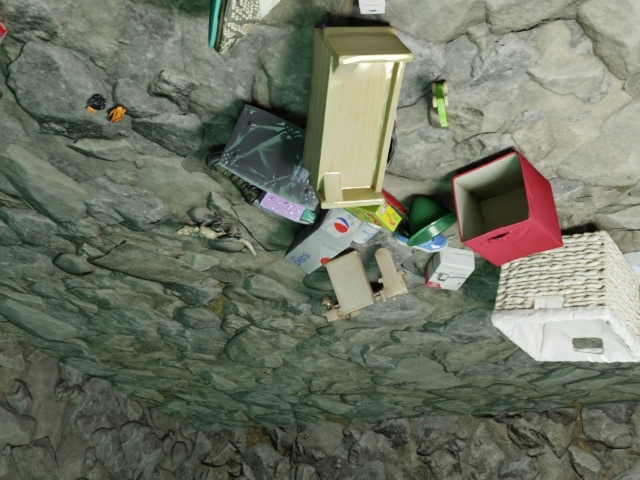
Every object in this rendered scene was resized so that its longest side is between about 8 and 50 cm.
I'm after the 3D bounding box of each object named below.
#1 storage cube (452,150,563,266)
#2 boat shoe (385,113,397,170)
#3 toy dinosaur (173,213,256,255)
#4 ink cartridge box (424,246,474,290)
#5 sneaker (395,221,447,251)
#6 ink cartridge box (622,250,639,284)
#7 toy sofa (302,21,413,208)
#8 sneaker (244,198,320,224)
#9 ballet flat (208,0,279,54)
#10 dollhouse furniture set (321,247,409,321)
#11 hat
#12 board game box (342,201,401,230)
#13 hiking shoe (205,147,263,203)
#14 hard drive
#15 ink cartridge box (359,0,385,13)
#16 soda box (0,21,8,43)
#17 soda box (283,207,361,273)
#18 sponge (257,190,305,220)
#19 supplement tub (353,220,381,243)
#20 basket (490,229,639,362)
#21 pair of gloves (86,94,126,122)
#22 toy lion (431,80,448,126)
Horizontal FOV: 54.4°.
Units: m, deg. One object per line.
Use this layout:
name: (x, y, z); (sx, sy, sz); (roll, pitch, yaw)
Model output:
storage cube: (0.461, -0.073, 1.536); (0.183, 0.215, 0.193); (-23, 145, 35)
boat shoe: (0.122, -0.199, 1.485); (0.103, 0.092, 0.285); (4, 149, -8)
toy dinosaur: (-0.295, -0.019, 1.863); (0.268, 0.064, 0.118); (18, 152, -23)
ink cartridge box: (0.397, 0.088, 1.924); (0.109, 0.063, 0.150); (9, 148, -6)
sneaker: (0.296, -0.013, 1.785); (0.152, 0.058, 0.084); (12, 156, 1)
ink cartridge box: (0.950, 0.083, 1.850); (0.088, 0.052, 0.122); (-14, 144, 29)
toy sofa: (0.065, -0.257, 1.289); (0.150, 0.177, 0.362); (-6, 130, -15)
sneaker: (-0.104, -0.096, 1.688); (0.223, 0.083, 0.098); (25, 158, 4)
ballet flat: (-0.111, -0.501, 1.002); (0.182, 0.164, 0.483); (-2, 144, -5)
dollhouse furniture set: (0.160, 0.133, 2.055); (0.303, 0.174, 0.355); (-23, 169, 17)
hat: (0.260, -0.104, 1.684); (0.173, 0.183, 0.208); (-33, 165, 10)
board game box: (0.113, -0.086, 1.624); (0.181, 0.043, 0.092); (23, 167, 46)
hiking shoe: (-0.184, -0.155, 1.576); (0.227, 0.114, 0.086); (16, 148, -17)
hard drive: (-0.092, -0.196, 1.462); (0.254, 0.054, 0.172); (26, 108, -9)
ink cartridge box: (0.094, -0.454, 1.142); (0.048, 0.028, 0.083); (2, 161, 8)
soda box: (-0.790, -0.415, 1.286); (0.263, 0.083, 0.092); (-6, 145, 18)
soda box: (0.000, 0.000, 1.756); (0.098, 0.091, 0.286); (34, 151, -11)
sponge: (-0.055, -0.156, 1.542); (0.117, 0.031, 0.210); (24, 110, -29)
supplement tub: (0.131, -0.045, 1.748); (0.071, 0.071, 0.107); (18, 145, -19)
basket: (0.716, 0.174, 1.781); (0.328, 0.266, 0.331); (-9, 144, 41)
pair of gloves: (-0.506, -0.311, 1.476); (0.083, 0.010, 0.074); (29, 142, -28)
toy lion: (0.261, -0.284, 1.335); (0.034, 0.100, 0.096); (-6, 127, 14)
